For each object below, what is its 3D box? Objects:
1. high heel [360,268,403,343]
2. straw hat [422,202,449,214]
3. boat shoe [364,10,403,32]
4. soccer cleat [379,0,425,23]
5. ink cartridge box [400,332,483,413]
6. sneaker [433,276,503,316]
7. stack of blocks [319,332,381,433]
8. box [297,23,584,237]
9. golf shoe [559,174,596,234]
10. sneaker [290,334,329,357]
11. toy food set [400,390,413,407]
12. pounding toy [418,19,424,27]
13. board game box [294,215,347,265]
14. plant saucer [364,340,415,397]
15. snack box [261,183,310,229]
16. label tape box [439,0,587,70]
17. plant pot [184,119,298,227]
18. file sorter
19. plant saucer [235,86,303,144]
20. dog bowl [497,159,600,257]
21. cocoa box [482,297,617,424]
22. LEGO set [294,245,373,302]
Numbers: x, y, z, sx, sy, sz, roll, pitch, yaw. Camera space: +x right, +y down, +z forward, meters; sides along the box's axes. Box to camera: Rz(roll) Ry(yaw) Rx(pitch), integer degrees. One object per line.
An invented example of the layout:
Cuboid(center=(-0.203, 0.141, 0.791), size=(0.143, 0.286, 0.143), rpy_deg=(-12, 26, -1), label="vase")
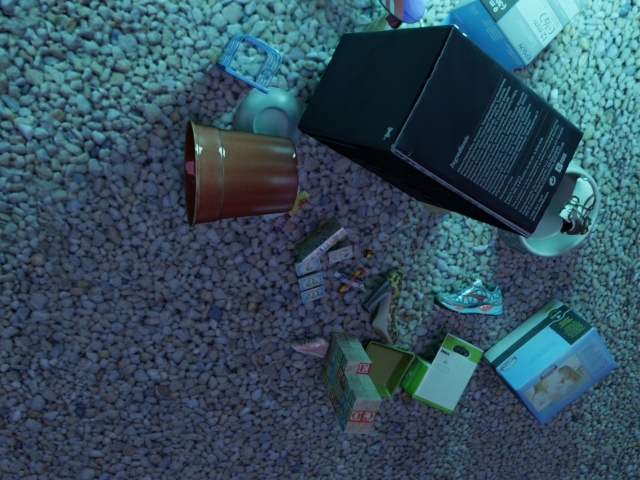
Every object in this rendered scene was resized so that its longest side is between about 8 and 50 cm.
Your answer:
Cuboid(center=(0.245, 0.223, 1.936), size=(0.186, 0.093, 0.261), rpy_deg=(-46, 132, -18), label="high heel")
Cuboid(center=(0.388, -0.136, 1.828), size=(0.144, 0.061, 0.145), rpy_deg=(-6, 113, -14), label="straw hat")
Cuboid(center=(0.177, -0.578, 1.583), size=(0.063, 0.059, 0.170), rpy_deg=(38, 97, -26), label="boat shoe")
Cuboid(center=(0.174, -0.696, 1.475), size=(0.108, 0.116, 0.318), rpy_deg=(-33, 106, -3), label="soccer cleat")
Cuboid(center=(0.431, 0.456, 2.071), size=(0.188, 0.097, 0.255), rpy_deg=(28, 91, -24), label="ink cartridge box")
Cuboid(center=(0.499, 0.184, 1.989), size=(0.261, 0.104, 0.125), rpy_deg=(6, 93, -22), label="sneaker")
Cuboid(center=(0.093, 0.443, 1.853), size=(0.087, 0.297, 0.171), rpy_deg=(10, 110, -19), label="stack of blocks")
Cuboid(center=(0.277, -0.273, 1.461), size=(0.471, 0.480, 0.298), rpy_deg=(24, 94, -31), label="box")
Cuboid(center=(0.801, -0.103, 1.839), size=(0.093, 0.077, 0.198), rpy_deg=(-11, 113, -11), label="golf shoe")
Cuboid(center=(-0.030, 0.333, 1.911), size=(0.134, 0.051, 0.070), rpy_deg=(21, 103, -26), label="sneaker")
Cuboid(center=(0.330, 0.542, 2.119), size=(0.077, 0.019, 0.122), rpy_deg=(18, 98, -22), label="toy food set")
Cuboid(center=(0.294, -0.528, 1.610), size=(0.100, 0.130, 0.141), rpy_deg=(24, 104, -36), label="pounding toy")
Cuboid(center=(0.000, 0.000, 1.749), size=(0.154, 0.103, 0.026), rpy_deg=(-40, 117, 2), label="board game box")
Cuboid(center=(0.202, 0.435, 2.021), size=(0.188, 0.045, 0.188), rpy_deg=(21, 105, -22), label="plant saucer")
Cuboid(center=(-0.113, -0.114, 1.706), size=(0.100, 0.037, 0.141), rpy_deg=(40, 97, -24), label="snack box")
Cuboid(center=(0.529, -0.624, 1.637), size=(0.348, 0.115, 0.249), rpy_deg=(-47, 116, 4), label="label tape box")
Cuboid(center=(-0.209, -0.173, 1.532), size=(0.265, 0.272, 0.273), rpy_deg=(-2, 112, -19), label="plant pot")
Cuboid(center=(-0.179, -0.449, 1.474), size=(0.118, 0.170, 0.105), rpy_deg=(24, 101, -23), label="file sorter")
Cuboid(center=(-0.136, -0.320, 1.614), size=(0.194, 0.037, 0.195), rpy_deg=(-6, 114, -13), label="plant saucer")
Cuboid(center=(0.755, -0.101, 1.926), size=(0.348, 0.102, 0.349), rpy_deg=(-5, 113, -13), label="dog bowl")
Cuboid(center=(0.813, 0.427, 2.091), size=(0.347, 0.228, 0.231), rpy_deg=(-39, 117, 2), label="cocoa box")
Cuboid(center=(0.053, 0.111, 1.818), size=(0.244, 0.060, 0.183), rpy_deg=(-18, 132, -9), label="LEGO set")
